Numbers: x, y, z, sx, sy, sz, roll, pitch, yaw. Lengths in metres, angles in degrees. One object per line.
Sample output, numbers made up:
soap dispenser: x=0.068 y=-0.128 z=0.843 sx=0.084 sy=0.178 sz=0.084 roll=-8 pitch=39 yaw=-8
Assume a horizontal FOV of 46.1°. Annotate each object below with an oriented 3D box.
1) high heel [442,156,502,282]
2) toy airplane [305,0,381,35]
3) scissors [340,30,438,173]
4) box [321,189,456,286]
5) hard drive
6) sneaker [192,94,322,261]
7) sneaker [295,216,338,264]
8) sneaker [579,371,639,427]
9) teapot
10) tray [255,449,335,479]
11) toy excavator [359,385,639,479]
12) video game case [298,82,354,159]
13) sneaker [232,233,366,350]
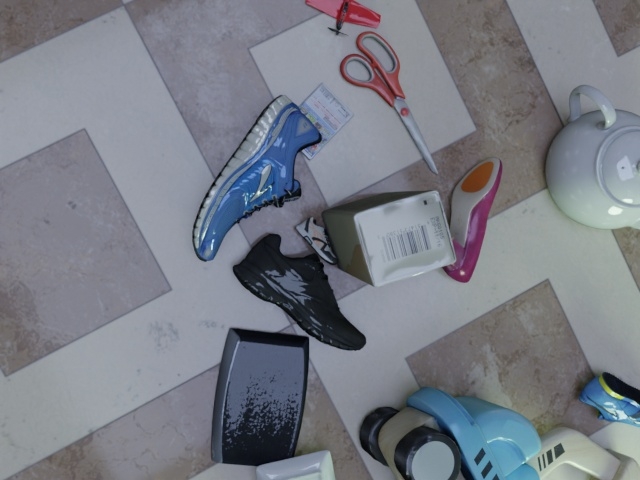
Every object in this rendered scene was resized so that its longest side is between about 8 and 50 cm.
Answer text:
high heel: x=0.305 y=-0.039 z=1.464 sx=0.117 sy=0.082 sz=0.244 roll=40 pitch=70 yaw=-40
toy airplane: x=0.054 y=-0.459 z=1.414 sx=0.151 sy=0.028 sz=0.151 roll=-1 pitch=93 yaw=-11
scissors: x=0.159 y=-0.267 z=1.443 sx=0.109 sy=0.021 sz=0.297 roll=-45 pitch=97 yaw=-7
box: x=0.106 y=-0.012 z=1.299 sx=0.148 sy=0.311 sz=0.121 roll=-17 pitch=95 yaw=-6
hard drive: x=-0.111 y=0.300 z=1.409 sx=0.172 sy=0.054 sz=0.254 roll=8 pitch=91 yaw=-9
sneaker: x=-0.113 y=-0.093 z=1.353 sx=0.147 sy=0.130 sz=0.330 roll=35 pitch=89 yaw=-9
sneaker: x=0.000 y=0.000 z=1.402 sx=0.044 sy=0.040 sz=0.109 roll=-40 pitch=72 yaw=-3
sneaker: x=0.617 y=0.342 z=1.532 sx=0.209 sy=0.069 sz=0.082 roll=30 pitch=121 yaw=-18
teapot: x=0.566 y=-0.142 z=1.432 sx=0.256 sy=0.187 sz=0.252 roll=12 pitch=90 yaw=-9
tray: x=-0.031 y=0.532 z=1.418 sx=0.145 sy=0.030 sz=0.270 roll=-11 pitch=106 yaw=-8
toy excavator: x=0.367 y=0.421 z=1.429 sx=0.445 sy=0.222 sz=0.432 roll=-31 pitch=98 yaw=-15
video game case: x=-0.008 y=-0.225 z=1.423 sx=0.087 sy=0.011 sz=0.122 roll=45 pitch=85 yaw=-9
sneaker: x=-0.019 y=0.098 z=1.393 sx=0.286 sy=0.109 sz=0.130 roll=38 pitch=80 yaw=-11
